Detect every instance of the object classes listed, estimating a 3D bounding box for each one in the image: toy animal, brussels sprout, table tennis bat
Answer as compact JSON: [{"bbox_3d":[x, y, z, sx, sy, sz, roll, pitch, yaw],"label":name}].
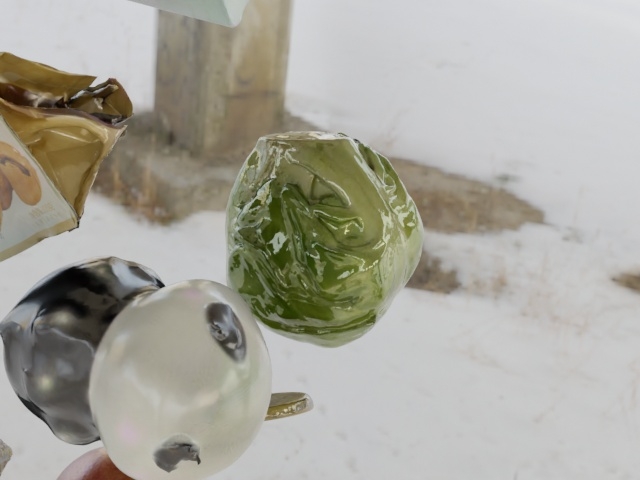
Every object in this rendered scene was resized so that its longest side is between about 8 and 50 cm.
[{"bbox_3d":[-0.198,0.149,1.366,0.310,0.251,0.251,8,19,43],"label":"toy animal"},{"bbox_3d":[0.000,0.000,1.753,0.328,0.328,0.247,11,8,10],"label":"brussels sprout"},{"bbox_3d":[-0.165,0.242,1.650,0.320,0.050,0.198,-7,-1,21],"label":"table tennis bat"}]

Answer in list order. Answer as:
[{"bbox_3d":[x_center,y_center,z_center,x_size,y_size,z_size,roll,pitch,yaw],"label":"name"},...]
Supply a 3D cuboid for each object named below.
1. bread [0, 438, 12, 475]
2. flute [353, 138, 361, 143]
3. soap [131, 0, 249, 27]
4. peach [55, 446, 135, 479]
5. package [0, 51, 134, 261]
[{"bbox_3d":[-0.586,0.397,1.877,0.096,0.222,0.181,31,-11,5],"label":"bread"},{"bbox_3d":[0.031,-0.114,2.110,0.027,0.027,0.233,12,36,12],"label":"flute"},{"bbox_3d":[-0.267,-0.472,1.868,0.347,0.208,0.115,20,56,29],"label":"soap"},{"bbox_3d":[-0.316,0.434,1.867,0.231,0.231,0.231,5,24,-2],"label":"peach"},{"bbox_3d":[-0.377,-0.110,1.433,0.311,0.221,0.165,-21,19,45],"label":"package"}]
